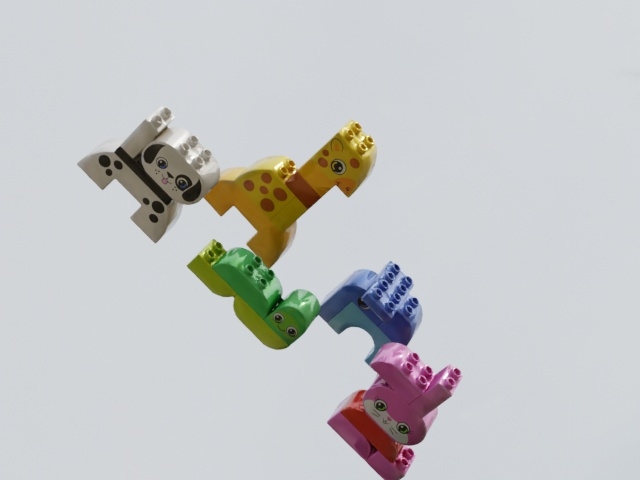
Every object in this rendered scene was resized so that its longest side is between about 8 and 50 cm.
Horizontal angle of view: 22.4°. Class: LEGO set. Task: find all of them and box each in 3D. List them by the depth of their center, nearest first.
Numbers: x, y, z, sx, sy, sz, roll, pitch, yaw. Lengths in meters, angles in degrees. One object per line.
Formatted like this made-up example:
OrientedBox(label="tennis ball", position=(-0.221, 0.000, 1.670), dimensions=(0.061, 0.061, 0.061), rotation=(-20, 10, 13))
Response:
OrientedBox(label="LEGO set", position=(0.000, 0.000, 0.819), dimensions=(0.093, 0.227, 0.087), rotation=(-42, 5, 35))
